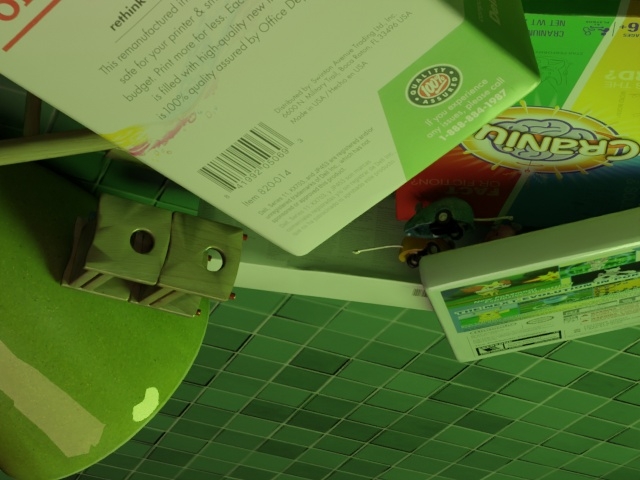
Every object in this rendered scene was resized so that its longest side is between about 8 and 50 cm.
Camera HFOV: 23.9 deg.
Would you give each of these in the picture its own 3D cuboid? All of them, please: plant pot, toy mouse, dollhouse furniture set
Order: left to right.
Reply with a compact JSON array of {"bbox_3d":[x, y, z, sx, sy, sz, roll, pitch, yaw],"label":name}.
[{"bbox_3d":[-0.301,0.032,1.427,0.275,0.275,0.293,-15,129,35],"label":"plant pot"},{"bbox_3d":[-0.133,-0.041,1.314,0.129,0.184,0.129,15,167,-16],"label":"dollhouse furniture set"},{"bbox_3d":[0.130,-0.008,1.319,0.161,0.031,0.143,14,154,-19],"label":"toy mouse"}]

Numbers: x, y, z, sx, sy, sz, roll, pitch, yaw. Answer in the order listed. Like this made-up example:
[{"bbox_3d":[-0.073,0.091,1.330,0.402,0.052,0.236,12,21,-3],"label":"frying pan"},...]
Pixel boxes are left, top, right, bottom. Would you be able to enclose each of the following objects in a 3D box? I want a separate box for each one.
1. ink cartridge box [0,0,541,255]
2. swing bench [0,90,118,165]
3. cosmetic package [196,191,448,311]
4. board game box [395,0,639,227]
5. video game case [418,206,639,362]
[{"bbox_3d":[-0.072,-0.158,0.845,0.353,0.119,0.207,33,126,-33],"label":"ink cartridge box"},{"bbox_3d":[-0.104,-0.165,1.086,0.254,0.165,0.253,6,152,-11],"label":"swing bench"},{"bbox_3d":[0.000,0.000,1.435,0.239,0.099,0.060,8,155,-2],"label":"cosmetic package"},{"bbox_3d":[0.178,-0.113,1.219,0.242,0.064,0.316,3,152,6],"label":"board game box"},{"bbox_3d":[0.266,0.032,1.364,0.329,0.036,0.300,-13,162,7],"label":"video game case"}]
